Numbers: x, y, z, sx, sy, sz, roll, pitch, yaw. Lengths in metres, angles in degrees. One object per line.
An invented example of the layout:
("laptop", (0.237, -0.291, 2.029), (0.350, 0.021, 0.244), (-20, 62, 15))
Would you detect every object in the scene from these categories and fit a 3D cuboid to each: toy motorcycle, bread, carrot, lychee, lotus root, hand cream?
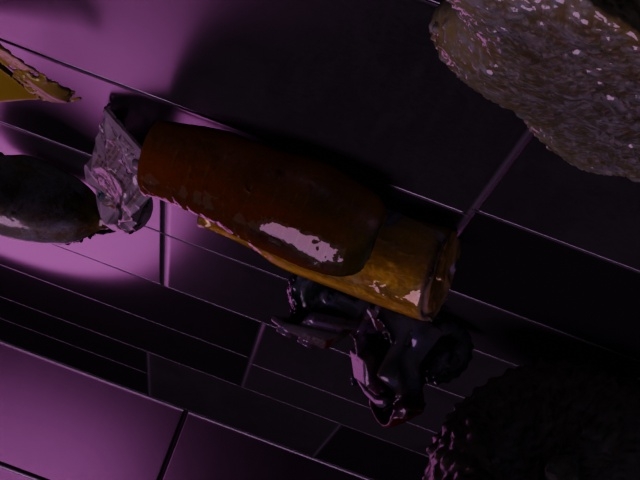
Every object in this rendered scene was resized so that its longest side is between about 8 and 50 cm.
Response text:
("toy motorcycle", (0.043, 0.098, 1.652), (0.213, 0.122, 0.082), (29, 177, -29))
("bread", (0.176, -0.076, 0.931), (0.286, 0.056, 0.207), (24, 164, -9))
("carrot", (-0.046, -0.036, 1.342), (0.193, 0.087, 0.087), (23, 167, 7))
("lychee", (0.221, 0.236, 1.639), (0.255, 0.255, 0.274), (19, 159, 8))
("lotus root", (-0.265, -0.034, 1.674), (0.165, 0.088, 0.088), (14, 168, -15))
("hand cream", (-0.168, -0.049, 1.516), (0.084, 0.050, 0.257), (53, 168, 3))

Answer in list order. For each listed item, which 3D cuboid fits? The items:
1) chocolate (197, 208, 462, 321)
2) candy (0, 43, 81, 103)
("chocolate", (0.000, 0.000, 1.417), (0.219, 0.086, 0.085), (15, 165, 20))
("candy", (-0.340, -0.156, 1.298), (0.297, 0.081, 0.187), (14, 166, 26))
